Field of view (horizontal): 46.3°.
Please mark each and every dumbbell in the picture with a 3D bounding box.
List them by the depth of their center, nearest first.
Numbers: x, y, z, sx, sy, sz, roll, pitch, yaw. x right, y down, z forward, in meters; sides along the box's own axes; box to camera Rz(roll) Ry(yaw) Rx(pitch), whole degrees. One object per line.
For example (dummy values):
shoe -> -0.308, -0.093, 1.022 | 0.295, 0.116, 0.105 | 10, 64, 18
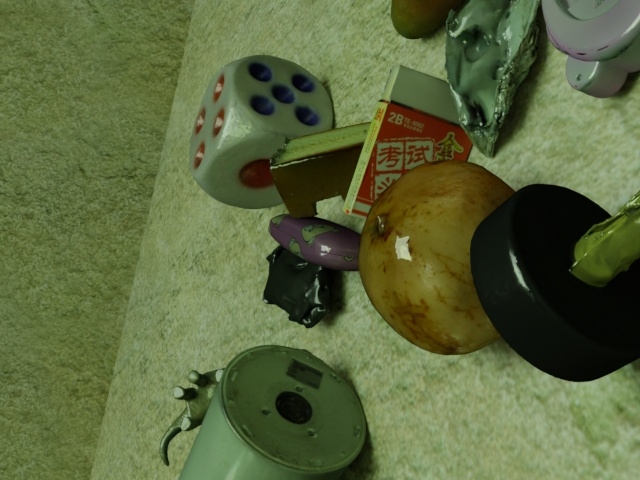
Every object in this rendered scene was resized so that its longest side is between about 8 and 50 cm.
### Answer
dumbbell -> 0.305, -0.023, 0.674 | 0.322, 0.203, 0.204 | -48, 37, 46

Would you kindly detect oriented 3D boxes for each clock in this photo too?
clock -> 0.351, -0.308, 0.867 | 0.227, 0.090, 0.248 | -41, 44, 51

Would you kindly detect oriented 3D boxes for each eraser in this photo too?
eraser -> 0.142, -0.128, 1.120 | 0.038, 0.157, 0.230 | 39, 112, 66

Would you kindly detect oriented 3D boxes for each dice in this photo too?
dice -> -0.136, -0.239, 1.661 | 0.259, 0.243, 0.251 | -52, 33, 45

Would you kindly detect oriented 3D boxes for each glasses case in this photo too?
glasses case -> 0.000, 0.000, 1.385 | 0.316, 0.123, 0.076 | 25, 105, 64

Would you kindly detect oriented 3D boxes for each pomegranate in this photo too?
pomegranate -> 0.161, 0.022, 0.941 | 0.248, 0.248, 0.248 | -40, 43, 51

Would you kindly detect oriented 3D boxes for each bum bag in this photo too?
bum bag -> -0.043, 0.091, 1.492 | 0.142, 0.079, 0.326 | -66, 23, 3

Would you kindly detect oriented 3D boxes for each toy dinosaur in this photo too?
toy dinosaur -> -0.186, 0.291, 1.347 | 0.075, 0.188, 0.248 | 30, 88, 29

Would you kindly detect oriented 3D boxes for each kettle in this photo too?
kettle -> -0.105, 0.369, 1.325 | 0.361, 0.250, 0.377 | -77, 12, -58

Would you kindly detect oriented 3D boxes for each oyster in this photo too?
oyster -> 0.253, -0.274, 1.051 | 0.199, 0.087, 0.252 | -31, 65, 30

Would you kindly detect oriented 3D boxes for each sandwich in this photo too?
sandwich -> 0.042, -0.139, 1.351 | 0.235, 0.128, 0.122 | -10, 37, 17

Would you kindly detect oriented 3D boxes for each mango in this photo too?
mango -> 0.194, -0.440, 1.219 | 0.289, 0.129, 0.146 | 118, 151, -45
